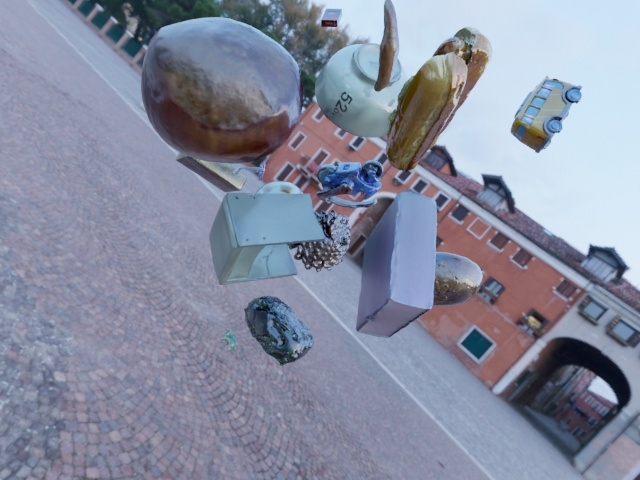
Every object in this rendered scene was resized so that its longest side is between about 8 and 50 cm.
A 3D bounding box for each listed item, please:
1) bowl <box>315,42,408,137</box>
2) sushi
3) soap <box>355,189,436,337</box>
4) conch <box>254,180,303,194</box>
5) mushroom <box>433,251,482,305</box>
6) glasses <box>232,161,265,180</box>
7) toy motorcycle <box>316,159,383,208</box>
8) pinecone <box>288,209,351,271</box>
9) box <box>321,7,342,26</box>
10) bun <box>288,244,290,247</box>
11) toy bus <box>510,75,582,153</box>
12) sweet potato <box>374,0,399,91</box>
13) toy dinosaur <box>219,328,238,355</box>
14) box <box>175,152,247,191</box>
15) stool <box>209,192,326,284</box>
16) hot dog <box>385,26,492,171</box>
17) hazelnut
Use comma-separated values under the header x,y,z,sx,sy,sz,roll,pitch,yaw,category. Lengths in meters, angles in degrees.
x,y,z,sx,sy,sz,roll,pitch,yaw,category
0.170,-0.560,1.490,0.354,0.354,0.185,41,-27,4,bowl
-0.133,0.268,1.274,0.225,0.124,0.127,46,13,21,sushi
0.179,0.069,1.048,0.107,0.285,0.296,12,-25,-6,soap
-0.182,-0.142,1.778,0.197,0.249,0.368,66,15,10,conch
0.416,0.143,1.495,0.297,0.163,0.278,-7,-20,30,mushroom
-0.253,-0.252,1.486,0.104,0.062,0.140,11,3,-14,glasses
0.146,-0.271,1.988,0.319,0.182,0.241,-1,-22,18,toy motorcycle
-0.003,-0.003,1.961,0.242,0.296,0.298,-85,169,-60,pinecone
0.035,-0.684,1.297,0.051,0.082,0.023,8,-38,10,box
-0.237,-0.008,2.043,0.259,0.259,0.152,38,21,-45,bun
0.667,-0.382,1.264,0.136,0.209,0.126,33,-2,15,toy bus
0.193,-0.546,1.207,0.078,0.058,0.255,-111,-164,-49,sweet potato
-0.373,0.427,1.771,0.120,0.060,0.029,48,-18,14,toy dinosaur
-0.424,-0.280,1.652,0.240,0.071,0.159,35,-17,-35,box
-0.168,-0.006,1.249,0.269,0.243,0.170,-4,63,-29,stool
0.177,-0.226,0.739,0.100,0.135,0.337,38,-13,6,hot dog
-0.252,-0.374,1.117,0.421,0.421,0.353,30,41,-72,hazelnut
